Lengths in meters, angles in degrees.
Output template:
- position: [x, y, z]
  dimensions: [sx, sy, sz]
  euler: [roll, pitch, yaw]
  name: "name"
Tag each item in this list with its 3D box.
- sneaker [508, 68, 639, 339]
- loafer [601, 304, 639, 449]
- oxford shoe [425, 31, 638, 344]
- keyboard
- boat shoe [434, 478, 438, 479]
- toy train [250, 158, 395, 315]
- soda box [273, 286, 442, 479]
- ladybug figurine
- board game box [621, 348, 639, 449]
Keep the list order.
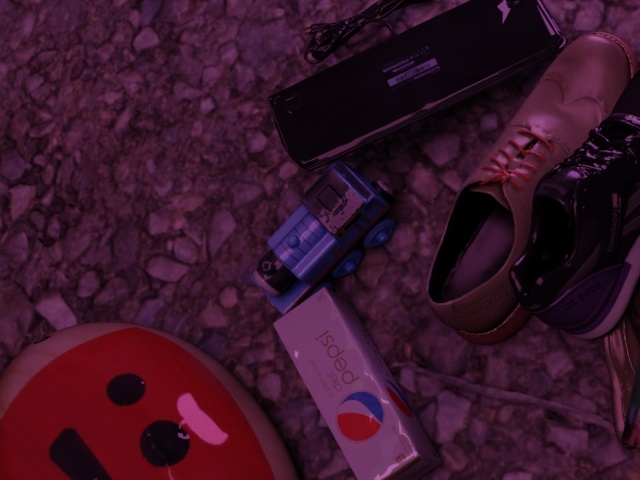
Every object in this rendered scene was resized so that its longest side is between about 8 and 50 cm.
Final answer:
- position: [0.272, -0.051, 1.552]
  dimensions: [0.107, 0.124, 0.283]
  euler: [16, 82, 48]
  name: "sneaker"
- position: [0.309, 0.129, 1.586]
  dimensions: [0.050, 0.056, 0.148]
  euler: [-10, 82, 23]
  name: "loafer"
- position: [0.216, -0.061, 1.635]
  dimensions: [0.123, 0.130, 0.348]
  euler: [23, 87, 29]
  name: "oxford shoe"
- position: [0.091, -0.199, 1.756]
  dimensions: [0.317, 0.033, 0.201]
  euler: [-24, 50, 4]
  name: "keyboard"
- position: [0.150, 0.291, 1.623]
  dimensions: [0.038, 0.046, 0.125]
  euler: [-47, 70, 2]
  name: "boat shoe"
- position: [0.000, 0.000, 1.738]
  dimensions: [0.184, 0.105, 0.080]
  euler: [-45, 62, 8]
  name: "toy train"
- position: [0.038, 0.159, 1.698]
  dimensions: [0.074, 0.069, 0.216]
  euler: [-36, 64, 13]
  name: "soda box"
- position: [-0.202, 0.258, 1.733]
  dimensions: [0.449, 0.162, 0.305]
  euler: [38, 94, 29]
  name: "ladybug figurine"
- position: [0.358, 0.048, 1.443]
  dimensions: [0.046, 0.213, 0.317]
  euler: [11, 91, -14]
  name: "board game box"
